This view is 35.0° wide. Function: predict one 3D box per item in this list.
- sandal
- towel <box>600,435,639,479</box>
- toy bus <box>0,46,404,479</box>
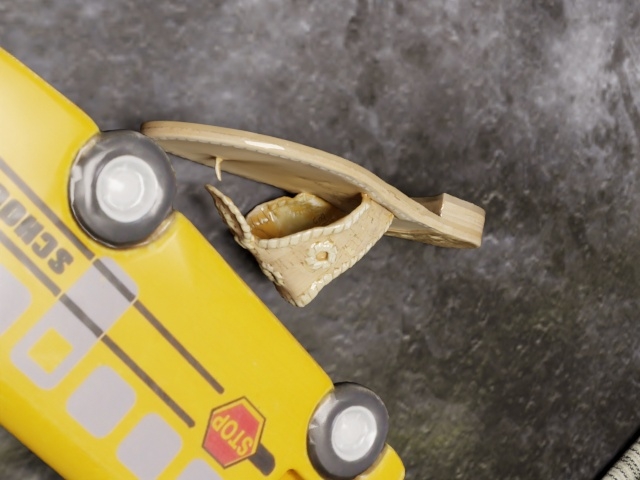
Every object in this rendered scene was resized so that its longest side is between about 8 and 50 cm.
[{"bbox_3d":[0.004,0.000,0.570,0.240,0.088,0.079,13,83,-40],"label":"sandal"},{"bbox_3d":[0.321,0.281,0.863,0.324,0.056,0.312,-43,121,-25],"label":"towel"},{"bbox_3d":[-0.100,0.045,0.490,0.130,0.108,0.333,-50,121,-19],"label":"toy bus"}]
